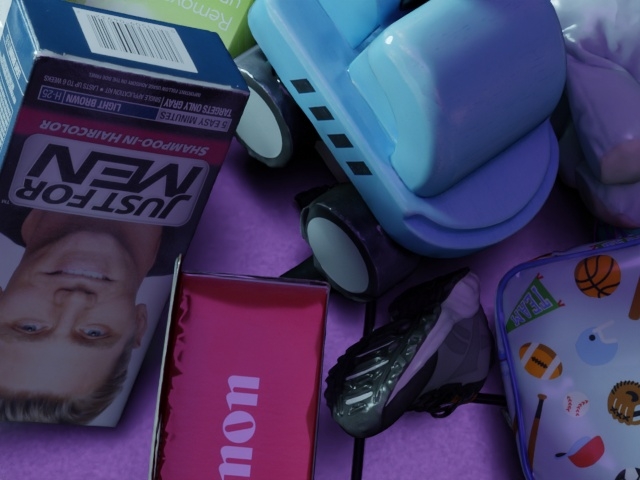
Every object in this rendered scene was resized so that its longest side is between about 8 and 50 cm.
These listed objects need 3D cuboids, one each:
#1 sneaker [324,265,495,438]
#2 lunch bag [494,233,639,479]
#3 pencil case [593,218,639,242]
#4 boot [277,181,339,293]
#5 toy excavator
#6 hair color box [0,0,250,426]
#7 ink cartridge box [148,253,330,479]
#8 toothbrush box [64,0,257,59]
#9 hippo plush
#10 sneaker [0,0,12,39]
[{"bbox_3d":[0.093,0.108,1.135,0.100,0.271,0.108,-25,95,29],"label":"sneaker"},{"bbox_3d":[0.302,0.113,1.169,0.304,0.115,0.243,-11,84,14],"label":"lunch bag"},{"bbox_3d":[0.340,-0.009,1.268,0.152,0.064,0.070,-9,88,-6],"label":"pencil case"},{"bbox_3d":[0.000,0.000,1.254,0.121,0.045,0.099,-13,77,-15],"label":"boot"},{"bbox_3d":[0.079,-0.207,1.065,0.222,0.445,0.433,-34,90,-27],"label":"toy excavator"},{"bbox_3d":[-0.202,-0.011,1.076,0.174,0.347,0.105,8,33,-28],"label":"hair color box"},{"bbox_3d":[-0.069,0.192,1.076,0.130,0.272,0.309,5,74,-2],"label":"ink cartridge box"},{"bbox_3d":[-0.186,-0.175,1.253,0.206,0.122,0.283,23,75,4],"label":"toothbrush box"},{"bbox_3d":[0.313,-0.177,1.214,0.237,0.234,0.294,-21,81,-1],"label":"hippo plush"},{"bbox_3d":[-0.309,-0.171,1.129,0.169,0.108,0.292,-24,78,-11],"label":"sneaker"}]
